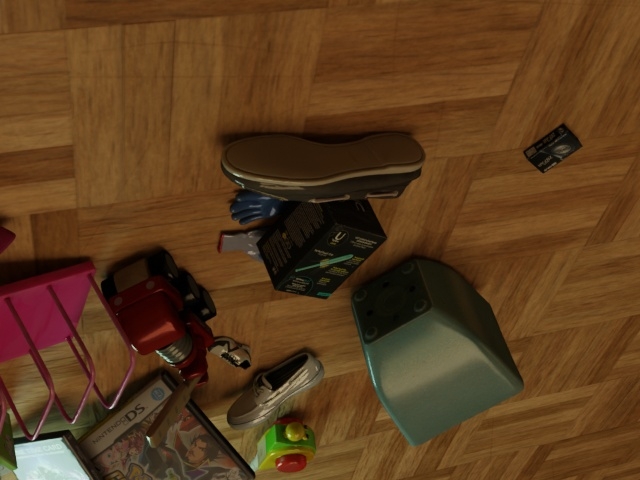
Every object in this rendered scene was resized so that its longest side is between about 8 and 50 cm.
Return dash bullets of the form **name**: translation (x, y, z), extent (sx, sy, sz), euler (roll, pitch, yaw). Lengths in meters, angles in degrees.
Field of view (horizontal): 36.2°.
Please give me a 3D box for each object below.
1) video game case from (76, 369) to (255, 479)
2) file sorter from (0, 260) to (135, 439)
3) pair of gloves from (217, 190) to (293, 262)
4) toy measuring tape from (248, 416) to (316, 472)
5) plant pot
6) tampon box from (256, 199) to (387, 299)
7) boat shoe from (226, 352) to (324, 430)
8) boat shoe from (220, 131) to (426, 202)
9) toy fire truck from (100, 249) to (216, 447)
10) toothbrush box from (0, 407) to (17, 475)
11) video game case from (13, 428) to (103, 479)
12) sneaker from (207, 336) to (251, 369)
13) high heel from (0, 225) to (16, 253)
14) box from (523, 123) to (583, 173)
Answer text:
- **video game case**: translation (-0.305, 0.427, 1.871), extent (0.248, 0.035, 0.275), euler (-39, 101, 0)
- **file sorter**: translation (-0.454, 0.194, 1.473), extent (0.291, 0.182, 0.202), euler (-18, 152, -37)
- **pair of gloves**: translation (-0.082, -0.026, 1.586), extent (0.159, 0.023, 0.198), euler (-4, 141, -24)
- **toy measuring tape**: translation (-0.086, 0.484, 2.211), extent (0.121, 0.121, 0.330), euler (-4, 150, -24)
- **plant pot**: translation (0.189, 0.183, 1.837), extent (0.248, 0.247, 0.252), euler (-31, 128, 14)
- **tampon box**: translation (0.000, 0.000, 1.560), extent (0.120, 0.101, 0.161), euler (15, 129, -43)
- **boat shoe**: translation (-0.103, 0.294, 1.978), extent (0.226, 0.083, 0.076), euler (-35, 133, -1)
- **boat shoe**: translation (0.005, -0.094, 1.462), extent (0.335, 0.112, 0.095), euler (-6, 138, -28)
- **toy fire truck**: translation (-0.253, 0.179, 1.574), extent (0.158, 0.246, 0.217), euler (-26, 146, 6)
- **toothbrush box**: translation (-0.680, 0.330, 1.663), extent (0.206, 0.122, 0.283), euler (-23, 147, 2)
- **video game case**: translation (-0.478, 0.481, 1.863), extent (0.196, 0.026, 0.274), euler (-15, 112, 33)
- **sneaker**: translation (-0.168, 0.214, 1.850), extent (0.040, 0.043, 0.109), euler (-39, 141, 27)
- **high heel**: translation (-0.526, 0.064, 1.420), extent (0.117, 0.082, 0.244), euler (11, 122, -25)
- **box**: translation (0.396, -0.155, 1.670), extent (0.083, 0.018, 0.067), euler (-36, 143, 20)
